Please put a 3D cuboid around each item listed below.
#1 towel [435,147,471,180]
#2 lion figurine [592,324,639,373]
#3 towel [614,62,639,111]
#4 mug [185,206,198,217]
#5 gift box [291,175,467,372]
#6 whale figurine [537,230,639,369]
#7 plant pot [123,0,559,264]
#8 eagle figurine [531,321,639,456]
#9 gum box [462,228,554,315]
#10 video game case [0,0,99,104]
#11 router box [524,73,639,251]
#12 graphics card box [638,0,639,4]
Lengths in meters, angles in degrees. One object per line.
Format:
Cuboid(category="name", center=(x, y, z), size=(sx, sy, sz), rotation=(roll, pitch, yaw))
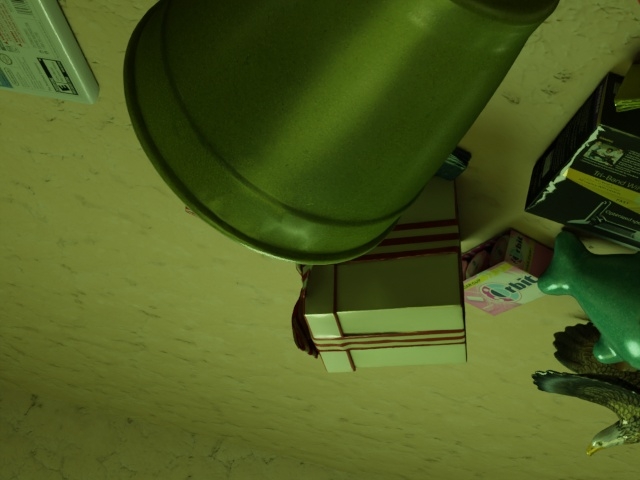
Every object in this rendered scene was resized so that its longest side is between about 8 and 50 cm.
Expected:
Cuboid(category="towel", center=(0.148, -0.121, 1.481), size=(0.119, 0.029, 0.067), rotation=(22, 154, -11))
Cuboid(category="lion figurine", center=(0.635, 0.124, 1.591), size=(0.392, 0.142, 0.240), rotation=(-26, 125, 35))
Cuboid(category="towel", center=(0.445, -0.174, 1.128), size=(0.237, 0.102, 0.021), rotation=(0, 121, 31))
Cuboid(category="mug", center=(-0.116, -0.073, 1.680), size=(0.169, 0.150, 0.113), rotation=(22, -170, 0))
Cuboid(category="gift box", center=(0.083, 0.036, 1.574), size=(0.258, 0.255, 0.276), rotation=(-5, 146, 9))
Cuboid(category="whale figurine", center=(0.442, 0.084, 1.520), size=(0.272, 0.216, 0.141), rotation=(29, -162, 24))
Cuboid(category="plant pot", center=(0.042, -0.214, 1.053), size=(0.366, 0.366, 0.353), rotation=(27, 141, -20))
Cuboid(category="eagle figurine", center=(0.506, 0.266, 1.714), size=(0.298, 0.225, 0.226), rotation=(53, 164, 4))
Cuboid(category="gum box", center=(0.293, 0.057, 1.705), size=(0.107, 0.062, 0.188), rotation=(26, 152, -17))
Cuboid(category="video game case", center=(-0.495, -0.319, 1.470), size=(0.300, 0.036, 0.329), rotation=(11, 154, 12))
Cuboid(category="router box", center=(0.451, -0.071, 1.341), size=(0.309, 0.081, 0.243), rotation=(19, 154, -4))
Cuboid(category="graphics card box", center=(0.481, -0.259, 0.943), size=(0.371, 0.094, 0.233), rotation=(-4, 147, 37))
